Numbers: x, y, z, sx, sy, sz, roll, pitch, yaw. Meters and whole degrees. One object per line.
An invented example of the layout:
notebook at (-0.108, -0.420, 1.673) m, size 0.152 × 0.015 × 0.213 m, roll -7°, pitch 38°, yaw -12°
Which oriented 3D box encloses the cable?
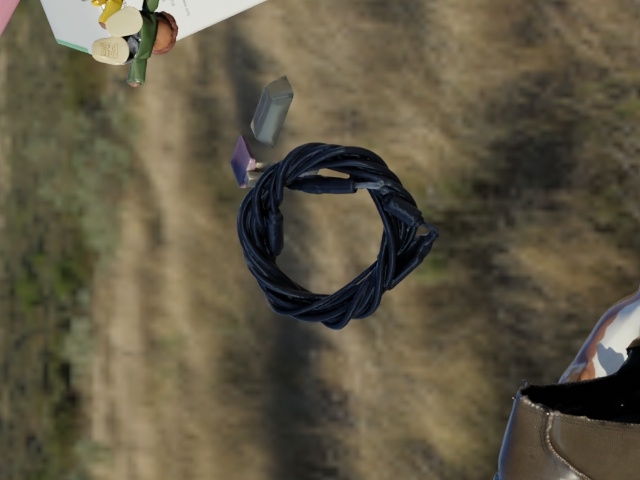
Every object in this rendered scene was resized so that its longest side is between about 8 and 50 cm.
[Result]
cable at (0.000, 0.000, 1.515) m, size 0.184 × 0.150 × 0.047 m, roll -42°, pitch 18°, yaw 36°

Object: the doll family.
doll family at (-0.106, -0.193, 1.087) m, size 0.193 × 0.076 × 0.111 m, roll -68°, pitch -9°, yaw 13°

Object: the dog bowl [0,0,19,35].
dog bowl at (-0.274, -0.135, 1.031) m, size 0.408 × 0.150 × 0.408 m, roll -51°, pitch 19°, yaw 25°

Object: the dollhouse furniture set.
dollhouse furniture set at (-0.021, -0.086, 1.678) m, size 0.091 × 0.081 × 0.114 m, roll -113°, pitch 36°, yaw -46°

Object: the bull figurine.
bull figurine at (0.308, 0.132, 1.822) m, size 0.310 × 0.101 × 0.188 m, roll -57°, pitch -11°, yaw 6°

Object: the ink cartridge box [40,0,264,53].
ink cartridge box at (-0.118, -0.288, 1.740) m, size 0.211 × 0.289 × 0.122 m, roll 23°, pitch 136°, yaw 62°

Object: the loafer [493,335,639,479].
loafer at (0.190, 0.084, 0.902) m, size 0.080 × 0.220 × 0.078 m, roll -138°, pitch 37°, yaw -59°
